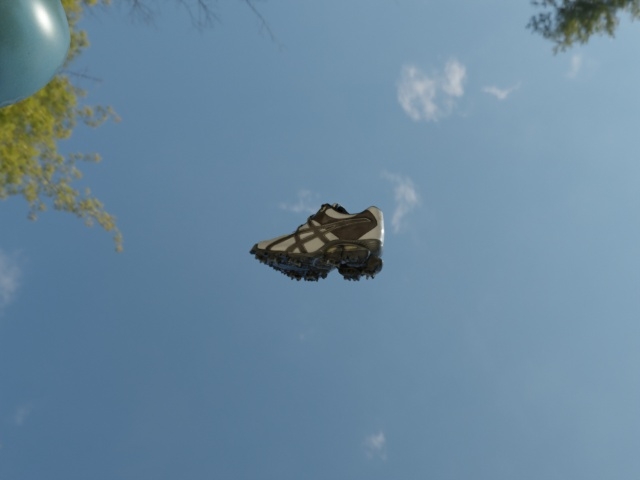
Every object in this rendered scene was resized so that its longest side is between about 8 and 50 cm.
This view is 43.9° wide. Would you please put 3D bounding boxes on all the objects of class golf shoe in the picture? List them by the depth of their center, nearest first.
[{"bbox_3d":[0.000,0.000,1.011,0.198,0.077,0.094,0,-116,35],"label":"golf shoe"}]

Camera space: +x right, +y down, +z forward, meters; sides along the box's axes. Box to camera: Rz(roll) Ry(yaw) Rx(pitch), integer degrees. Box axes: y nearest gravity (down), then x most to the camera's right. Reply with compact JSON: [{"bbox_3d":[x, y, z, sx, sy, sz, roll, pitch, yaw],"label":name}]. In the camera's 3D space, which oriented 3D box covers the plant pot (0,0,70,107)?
[{"bbox_3d":[-0.520,-0.358,1.142,0.290,0.195,0.290,5,-122,-7],"label":"plant pot"}]
